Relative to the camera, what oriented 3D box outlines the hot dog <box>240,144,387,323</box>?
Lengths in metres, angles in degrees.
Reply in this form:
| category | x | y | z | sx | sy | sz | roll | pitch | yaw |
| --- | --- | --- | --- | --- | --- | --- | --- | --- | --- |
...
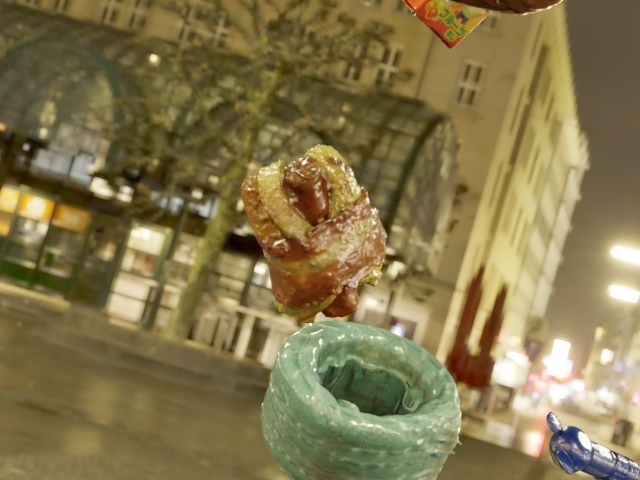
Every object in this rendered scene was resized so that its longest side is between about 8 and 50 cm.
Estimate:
| category | x | y | z | sx | sy | sz | roll | pitch | yaw |
| --- | --- | --- | --- | --- | --- | --- | --- | --- | --- |
| hot dog | 0.000 | 0.000 | 1.346 | 0.103 | 0.146 | 0.213 | 52 | -12 | 47 |

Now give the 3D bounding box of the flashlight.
| category | x | y | z | sx | sy | sz | roll | pitch | yaw |
| --- | --- | --- | --- | --- | --- | --- | --- | --- | --- |
| flashlight | 0.227 | 0.185 | 1.060 | 0.121 | 0.057 | 0.035 | 28 | -52 | -38 |

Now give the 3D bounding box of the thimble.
| category | x | y | z | sx | sy | sz | roll | pitch | yaw |
| --- | --- | --- | --- | --- | --- | --- | --- | --- | --- |
| thimble | 0.049 | 0.207 | 1.477 | 0.235 | 0.143 | 0.198 | 22 | 35 | 7 |

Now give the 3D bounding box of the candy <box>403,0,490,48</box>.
| category | x | y | z | sx | sy | sz | roll | pitch | yaw |
| --- | --- | --- | --- | --- | --- | --- | --- | --- | --- |
| candy | 0.122 | -0.212 | 0.977 | 0.062 | 0.122 | 0.038 | 34 | 17 | -47 |

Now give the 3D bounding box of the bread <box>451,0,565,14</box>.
| category | x | y | z | sx | sy | sz | roll | pitch | yaw |
| --- | --- | --- | --- | --- | --- | --- | --- | --- | --- |
| bread | 0.088 | -0.225 | 0.776 | 0.199 | 0.104 | 0.199 | 24 | -25 | 12 |
